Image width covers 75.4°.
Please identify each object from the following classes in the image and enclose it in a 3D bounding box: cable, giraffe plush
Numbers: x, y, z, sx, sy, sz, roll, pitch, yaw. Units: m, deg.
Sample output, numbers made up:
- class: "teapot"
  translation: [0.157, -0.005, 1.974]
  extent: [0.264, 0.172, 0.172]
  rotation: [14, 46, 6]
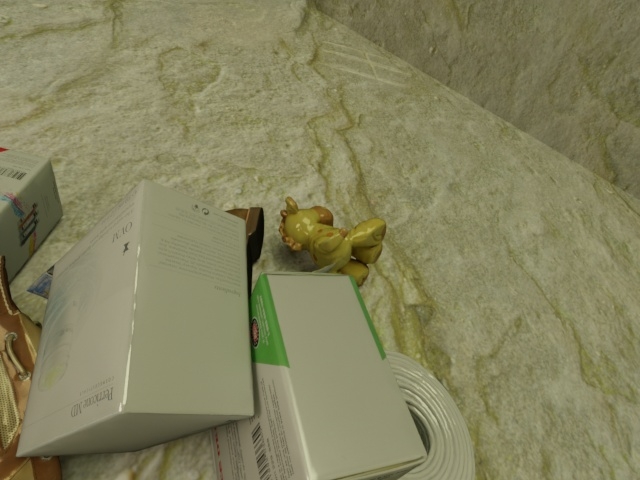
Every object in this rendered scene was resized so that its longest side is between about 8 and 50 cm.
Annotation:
- class: "cable"
  translation: [0.106, 0.291, 0.613]
  extent: [0.256, 0.089, 0.257]
  rotation: [25, 42, -1]
- class: "giraffe plush"
  translation: [0.000, 0.000, 0.809]
  extent: [0.170, 0.182, 0.210]
  rotation: [39, 25, 32]

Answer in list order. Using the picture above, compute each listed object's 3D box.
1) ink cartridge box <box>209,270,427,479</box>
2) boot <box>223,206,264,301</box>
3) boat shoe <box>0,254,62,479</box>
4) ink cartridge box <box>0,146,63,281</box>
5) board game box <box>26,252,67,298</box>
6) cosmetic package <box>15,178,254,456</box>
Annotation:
- class: "ink cartridge box"
  translation: [-0.037, 0.207, 0.483]
  extent: [0.121, 0.289, 0.211]
  rotation: [3, 46, -27]
- class: "boot"
  translation: [-0.177, 0.047, 0.734]
  extent: [0.115, 0.113, 0.306]
  rotation: [3, 38, 0]
- class: "boat shoe"
  translation: [-0.381, 0.162, 0.505]
  extent: [0.119, 0.123, 0.324]
  rotation: [-2, 54, -37]
- class: "ink cartridge box"
  translation: [-0.507, -0.041, 0.627]
  extent: [0.128, 0.128, 0.176]
  rotation: [14, 43, -7]
- class: "board game box"
  translation: [-0.306, 0.058, 0.617]
  extent: [0.194, 0.060, 0.194]
  rotation: [54, 27, -7]
- class: "cosmetic package"
  translation: [-0.198, 0.097, 0.454]
  extent: [0.138, 0.224, 0.225]
  rotation: [23, 47, -45]
